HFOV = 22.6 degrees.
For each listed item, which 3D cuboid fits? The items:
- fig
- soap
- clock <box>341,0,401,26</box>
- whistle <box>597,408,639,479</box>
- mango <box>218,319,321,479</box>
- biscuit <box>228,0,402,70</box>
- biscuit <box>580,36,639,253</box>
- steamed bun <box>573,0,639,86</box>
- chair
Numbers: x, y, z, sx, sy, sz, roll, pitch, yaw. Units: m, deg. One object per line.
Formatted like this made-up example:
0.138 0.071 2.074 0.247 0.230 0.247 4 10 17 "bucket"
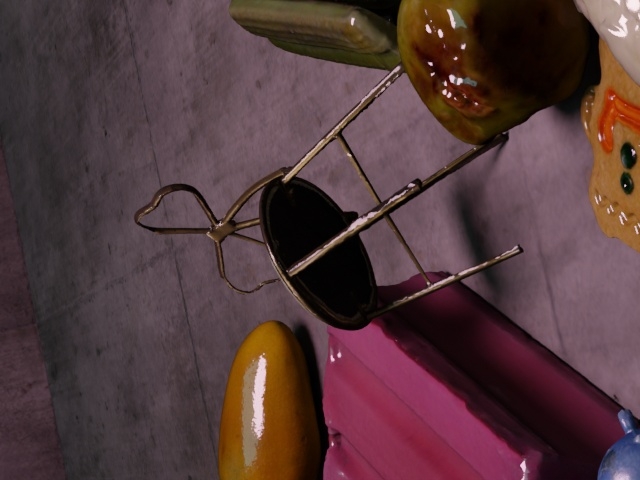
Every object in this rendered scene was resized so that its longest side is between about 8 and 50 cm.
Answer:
0.128 -0.163 1.207 0.144 0.154 0.165 -21 54 25 "fig"
0.125 0.195 1.364 0.359 0.128 0.233 -139 46 -57 "soap"
0.030 -0.336 1.384 0.286 0.117 0.348 115 139 -56 "clock"
0.245 0.190 1.133 0.090 0.090 0.158 115 139 -55 "whistle"
-0.057 0.214 1.838 0.138 0.113 0.253 -141 52 -64 "mango"
0.001 -0.183 1.407 0.038 0.099 0.322 -62 25 -2 "biscuit"
0.230 -0.092 1.115 0.166 0.036 0.225 -132 39 -55 "biscuit"
0.258 -0.221 0.739 0.312 0.233 0.334 17 122 62 "steamed bun"
0.000 0.000 1.354 0.326 0.160 0.170 -31 45 31 "chair"
